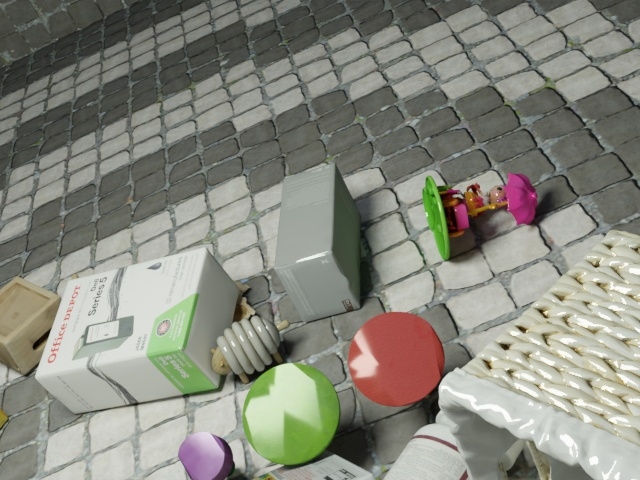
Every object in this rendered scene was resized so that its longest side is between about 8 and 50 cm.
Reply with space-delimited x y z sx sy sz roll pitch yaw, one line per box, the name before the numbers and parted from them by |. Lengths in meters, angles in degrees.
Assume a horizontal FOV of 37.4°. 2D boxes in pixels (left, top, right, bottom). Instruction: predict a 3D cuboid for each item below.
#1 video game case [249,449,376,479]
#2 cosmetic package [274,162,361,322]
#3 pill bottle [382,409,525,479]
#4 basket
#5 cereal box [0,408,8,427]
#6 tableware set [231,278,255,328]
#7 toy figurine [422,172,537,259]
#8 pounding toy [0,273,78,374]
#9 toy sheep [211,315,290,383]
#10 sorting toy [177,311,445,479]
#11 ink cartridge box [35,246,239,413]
video game case | -0.058 0.304 1.089 0.206 0.026 0.227 -20 0 -15
cosmetic package | 0.000 0.000 1.489 0.107 0.127 0.238 -15 35 17
pill bottle | 0.131 0.282 1.044 0.121 0.121 0.221 12 50 42
basket | 0.336 0.209 0.827 0.266 0.328 0.331 -41 37 -22
cereal box | -0.655 0.327 1.569 0.240 0.047 0.173 4 45 37
tableware set | -0.180 0.128 1.536 0.169 0.020 0.141 -34 35 -8
toy figurine | 0.247 -0.053 1.435 0.159 0.130 0.173 -12 11 -1
pounding toy | -0.480 0.145 1.657 0.206 0.094 0.181 18 50 35
toy sheep | -0.102 0.155 1.390 0.132 0.091 0.091 -33 35 -8
sorting toy | -0.001 0.223 1.225 0.366 0.126 0.127 -28 65 4
ink cartridge box | -0.284 0.143 1.478 0.273 0.114 0.198 -13 45 22
